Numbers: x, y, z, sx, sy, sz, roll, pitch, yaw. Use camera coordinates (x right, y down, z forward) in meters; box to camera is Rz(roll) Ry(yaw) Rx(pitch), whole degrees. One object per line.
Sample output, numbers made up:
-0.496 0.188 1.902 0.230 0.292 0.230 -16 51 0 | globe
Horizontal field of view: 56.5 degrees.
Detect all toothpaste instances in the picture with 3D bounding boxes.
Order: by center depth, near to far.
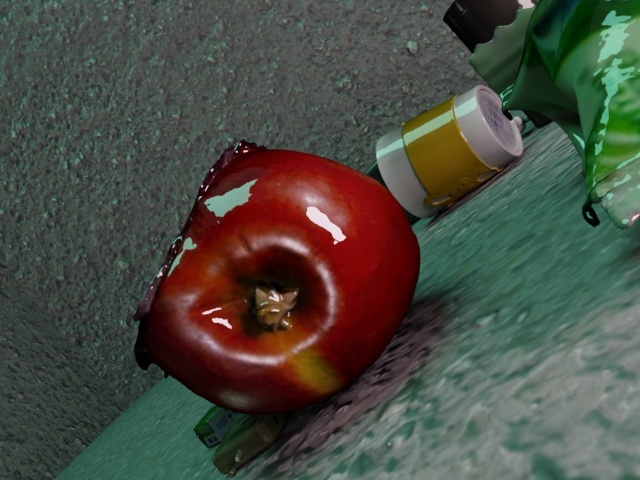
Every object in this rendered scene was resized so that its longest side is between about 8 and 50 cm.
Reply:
-0.105 0.214 0.836 0.043 0.037 0.178 -33 5 39 | toothpaste

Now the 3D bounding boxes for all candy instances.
0.268 -0.148 0.442 0.263 0.172 0.397 -43 13 21 | candy

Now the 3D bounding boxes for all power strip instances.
-0.066 0.195 0.655 0.076 0.028 0.169 -38 2 15 | power strip

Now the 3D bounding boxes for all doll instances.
0.393 -0.229 1.259 0.113 0.071 0.135 -23 -8 -13 | doll

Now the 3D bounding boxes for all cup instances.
0.256 -0.164 1.120 0.241 0.185 0.226 5 -27 -45 | cup

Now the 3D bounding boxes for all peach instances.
-0.009 0.049 0.615 0.362 0.201 0.257 22 -92 -77 | peach

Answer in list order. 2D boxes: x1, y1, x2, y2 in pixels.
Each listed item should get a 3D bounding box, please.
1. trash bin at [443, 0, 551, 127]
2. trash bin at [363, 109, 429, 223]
0.419 -0.399 1.187 0.203 0.301 0.252 -40 -1 7 | trash bin
0.231 -0.170 1.299 0.236 0.176 0.101 -42 2 19 | trash bin
